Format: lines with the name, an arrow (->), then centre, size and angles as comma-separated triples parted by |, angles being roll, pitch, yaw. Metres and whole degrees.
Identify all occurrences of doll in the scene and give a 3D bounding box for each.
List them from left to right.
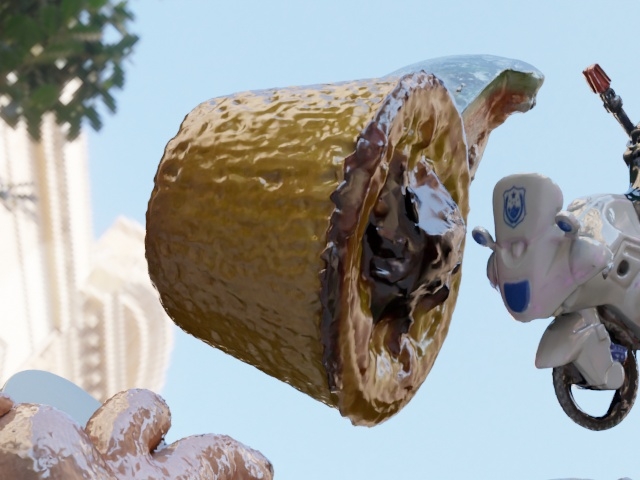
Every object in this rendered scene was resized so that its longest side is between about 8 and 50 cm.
doll -> -0.161, 0.222, 1.079 | 0.156, 0.201, 0.303 | -35, -30, 31

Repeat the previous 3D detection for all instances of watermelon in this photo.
watermelon -> 0.113, -0.074, 1.547 | 0.319, 0.289, 0.214 | -20, -67, 14

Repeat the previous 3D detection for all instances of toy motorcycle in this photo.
toy motorcycle -> 0.178, -0.008, 0.806 | 0.150, 0.221, 0.102 | 50, -27, -15

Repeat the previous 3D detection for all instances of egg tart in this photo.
egg tart -> 0.000, 0.000, 0.839 | 0.170, 0.215, 0.215 | 9, -45, 25

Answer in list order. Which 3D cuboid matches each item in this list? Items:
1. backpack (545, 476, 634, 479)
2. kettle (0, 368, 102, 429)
backpack -> 0.300, 0.304, 1.061 | 0.378, 0.201, 0.353 | 27, -3, -28
kettle -> -0.350, 0.288, 1.324 | 0.318, 0.205, 0.265 | -40, -40, 16
